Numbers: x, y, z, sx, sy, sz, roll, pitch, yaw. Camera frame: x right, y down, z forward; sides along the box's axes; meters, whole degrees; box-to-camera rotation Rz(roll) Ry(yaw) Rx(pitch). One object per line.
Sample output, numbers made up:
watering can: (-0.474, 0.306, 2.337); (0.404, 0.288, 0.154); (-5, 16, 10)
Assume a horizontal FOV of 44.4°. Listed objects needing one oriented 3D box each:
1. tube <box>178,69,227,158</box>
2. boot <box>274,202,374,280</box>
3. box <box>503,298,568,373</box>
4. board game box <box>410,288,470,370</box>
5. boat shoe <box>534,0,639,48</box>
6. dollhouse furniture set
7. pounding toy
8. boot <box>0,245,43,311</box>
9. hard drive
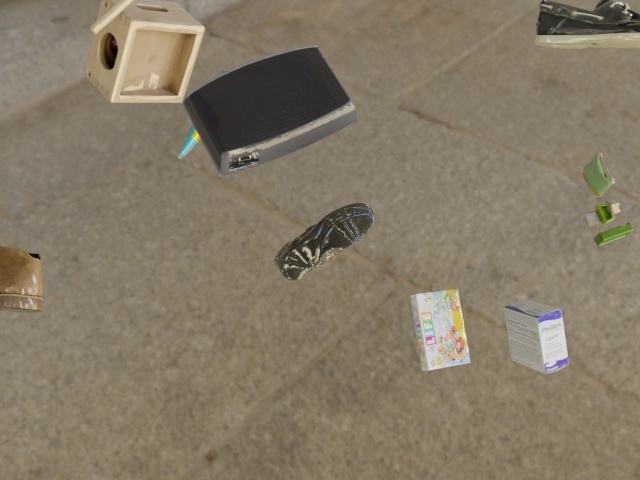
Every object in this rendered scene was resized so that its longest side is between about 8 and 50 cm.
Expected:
tube: (-0.239, -0.258, 1.641); (0.052, 0.080, 0.207); (34, 90, -1)
boot: (-0.002, -0.001, 1.721); (0.236, 0.085, 0.178); (-36, 6, -9)
box: (0.491, 0.216, 1.788); (0.072, 0.137, 0.126); (-16, 13, -21)
board game box: (0.244, 0.181, 1.599); (0.103, 0.026, 0.154); (-6, 83, -26)
boat shoe: (0.456, -0.341, 1.225); (0.232, 0.079, 0.084); (8, 4, 22)
dollhouse furniture set: (0.486, -0.070, 1.379); (0.058, 0.076, 0.152); (-18, 73, -4)
pounding toy: (-0.265, -0.307, 1.108); (0.181, 0.206, 0.094); (-10, 45, -45)
boot: (-0.630, 0.074, 1.468); (0.305, 0.112, 0.115); (-2, 79, 28)
hard drive: (-0.082, -0.223, 1.287); (0.254, 0.054, 0.172); (-24, 71, -15)
